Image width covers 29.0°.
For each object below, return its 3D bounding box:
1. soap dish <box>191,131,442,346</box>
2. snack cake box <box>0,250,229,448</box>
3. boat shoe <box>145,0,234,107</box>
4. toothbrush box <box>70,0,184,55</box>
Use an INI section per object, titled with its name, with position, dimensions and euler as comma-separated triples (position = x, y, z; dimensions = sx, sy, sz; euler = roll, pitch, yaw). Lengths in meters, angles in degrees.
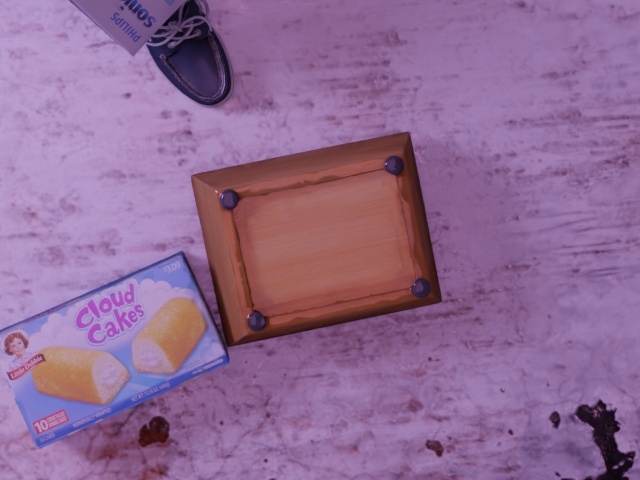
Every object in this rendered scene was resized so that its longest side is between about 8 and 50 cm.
[soap dish]
position = 0.000, 0.000, 1.576
dimensions = 0.290, 0.118, 0.229
euler = -12, 95, -6
[snack cake box]
position = -0.265, 0.135, 1.574
dimensions = 0.264, 0.089, 0.152
euler = -24, 97, -4
[boat shoe]
position = -0.188, -0.283, 1.557
dimensions = 0.095, 0.079, 0.254
euler = -25, 95, -2
[toothbrush box]
position = -0.306, -0.373, 1.407
dimensions = 0.126, 0.216, 0.295
euler = -47, 59, 0
